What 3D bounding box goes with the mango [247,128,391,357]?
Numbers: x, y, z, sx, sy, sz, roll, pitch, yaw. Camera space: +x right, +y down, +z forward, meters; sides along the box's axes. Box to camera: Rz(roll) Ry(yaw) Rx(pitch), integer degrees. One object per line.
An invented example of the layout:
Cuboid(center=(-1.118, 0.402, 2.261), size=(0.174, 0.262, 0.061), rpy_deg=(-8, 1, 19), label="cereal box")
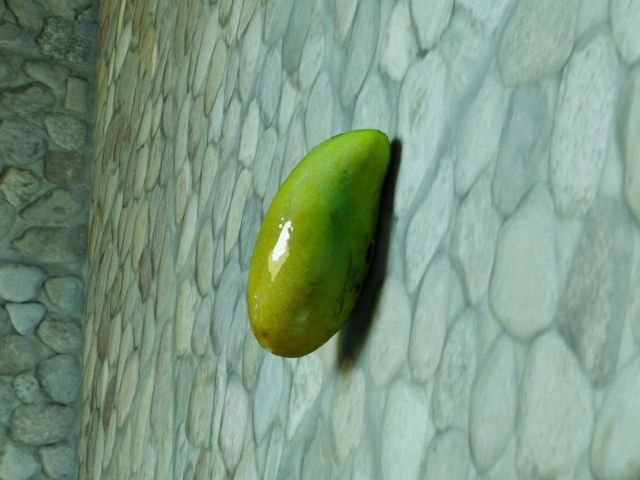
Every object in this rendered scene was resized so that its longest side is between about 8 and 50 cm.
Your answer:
Cuboid(center=(0.000, 0.000, 1.597), size=(0.233, 0.111, 0.125), rpy_deg=(-64, 29, 7), label="mango")
